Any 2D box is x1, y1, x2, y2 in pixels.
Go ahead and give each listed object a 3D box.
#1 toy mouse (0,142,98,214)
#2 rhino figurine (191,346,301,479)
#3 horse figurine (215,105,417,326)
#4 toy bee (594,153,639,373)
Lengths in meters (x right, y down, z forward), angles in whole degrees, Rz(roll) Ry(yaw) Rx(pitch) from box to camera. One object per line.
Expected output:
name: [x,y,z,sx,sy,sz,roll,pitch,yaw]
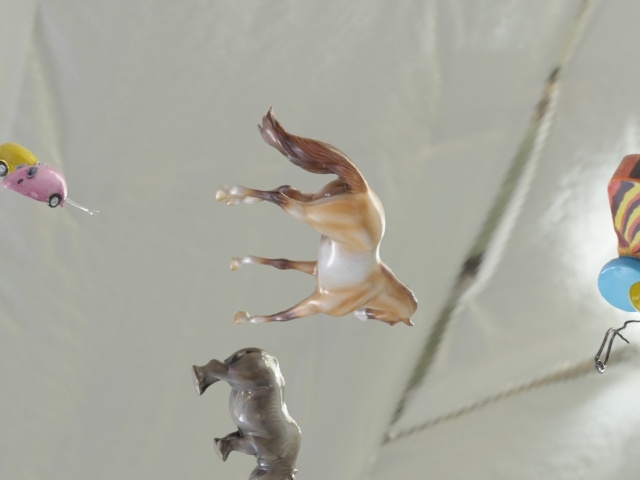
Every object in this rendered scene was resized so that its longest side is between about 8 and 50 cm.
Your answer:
toy mouse: [-0.264,-0.064,1.272,0.031,0.161,0.143,-65,-15,3]
rhino figurine: [-0.080,0.239,1.886,0.106,0.073,0.243,-19,-68,-9]
horse figurine: [0.000,0.000,1.385,0.174,0.066,0.263,1,-45,5]
toy bee: [0.409,0.037,1.745,0.195,0.162,0.298,-66,-25,-24]
